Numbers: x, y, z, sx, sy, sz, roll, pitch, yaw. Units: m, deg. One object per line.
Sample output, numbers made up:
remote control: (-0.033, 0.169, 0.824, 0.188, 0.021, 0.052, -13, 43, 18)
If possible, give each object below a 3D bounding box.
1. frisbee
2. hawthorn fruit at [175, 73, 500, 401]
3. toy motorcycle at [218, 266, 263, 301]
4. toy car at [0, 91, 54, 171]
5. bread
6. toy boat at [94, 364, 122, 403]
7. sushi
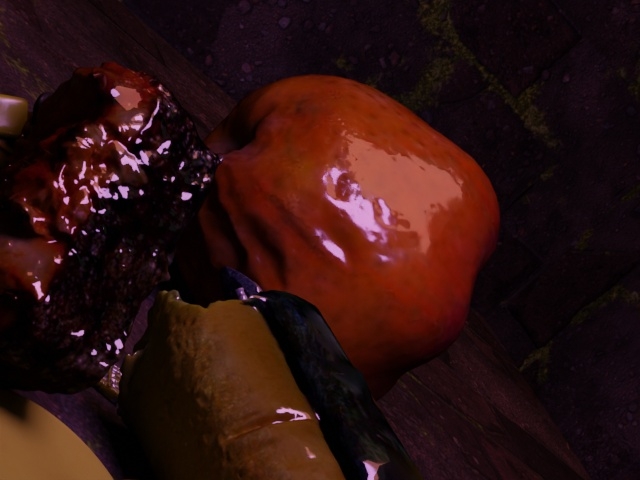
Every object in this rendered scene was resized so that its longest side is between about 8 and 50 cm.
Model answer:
frisbee: (-0.243, 0.218, 1.234, 0.236, 0.017, 0.236, 46, 10, -11)
hawthorn fruit: (0.000, 0.000, 1.948, 0.472, 0.472, 0.472, 45, 11, -11)
toy motorcycle: (-0.045, 0.178, 1.711, 0.307, 0.108, 0.173, 47, 43, -9)
toy car: (-0.360, -0.081, 1.445, 0.248, 0.201, 0.142, 45, 48, -82)
bread: (-0.057, 0.219, 1.388, 0.208, 0.251, 0.376, 0, 40, -36)
toy boat: (-0.257, 0.128, 1.510, 0.115, 0.016, 0.063, 44, 12, -20)
sushi: (-0.251, -0.005, 1.312, 0.196, 0.343, 0.182, -3, -40, 50)
